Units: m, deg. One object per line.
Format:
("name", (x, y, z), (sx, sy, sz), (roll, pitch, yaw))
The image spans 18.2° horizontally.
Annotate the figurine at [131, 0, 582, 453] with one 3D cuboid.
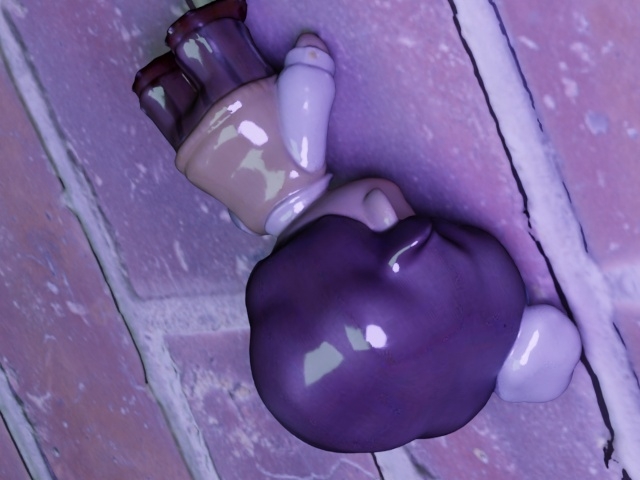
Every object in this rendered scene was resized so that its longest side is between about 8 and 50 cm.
("figurine", (0.008, -0.004, 1.497), (0.218, 0.206, 0.365), (-41, 62, 28))
